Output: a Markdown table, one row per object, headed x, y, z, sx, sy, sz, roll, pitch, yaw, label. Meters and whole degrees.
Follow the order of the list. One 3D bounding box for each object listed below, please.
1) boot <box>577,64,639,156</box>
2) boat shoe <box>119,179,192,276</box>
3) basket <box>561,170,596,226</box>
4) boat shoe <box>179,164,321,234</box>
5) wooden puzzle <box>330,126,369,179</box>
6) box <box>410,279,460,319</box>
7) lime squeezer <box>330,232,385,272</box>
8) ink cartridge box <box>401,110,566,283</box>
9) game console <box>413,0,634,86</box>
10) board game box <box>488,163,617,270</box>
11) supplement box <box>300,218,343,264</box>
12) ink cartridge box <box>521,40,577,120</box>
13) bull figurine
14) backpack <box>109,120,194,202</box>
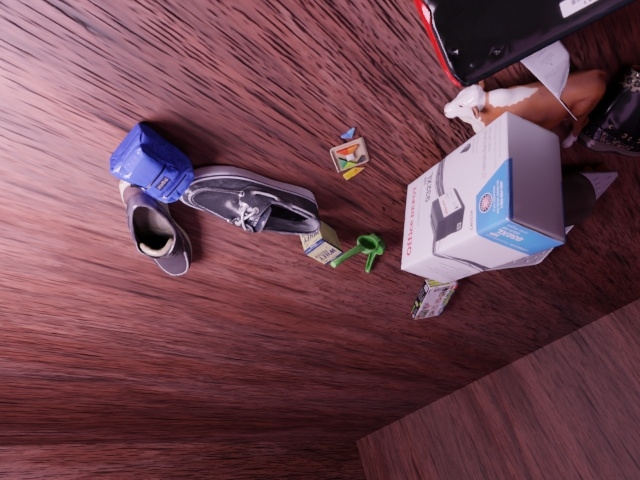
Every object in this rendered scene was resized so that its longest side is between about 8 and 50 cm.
| x | y | z | sx | sy | sz | roll | pitch | yaw | label |
| --- | --- | --- | --- | --- | --- | --- | --- | --- | --- |
| 0.708 | -0.283 | 0.908 | 0.237 | 0.085 | 0.178 | -1 | 137 | -19 | boot |
| -0.332 | -0.005 | 0.833 | 0.103 | 0.092 | 0.285 | -8 | 140 | -9 | boat shoe |
| 0.490 | -0.085 | 0.937 | 0.227 | 0.154 | 0.204 | -9 | 148 | -16 | basket |
| -0.135 | -0.065 | 0.829 | 0.302 | 0.102 | 0.108 | 11 | 134 | -31 | boat shoe |
| 0.062 | -0.174 | 0.845 | 0.079 | 0.014 | 0.116 | -27 | 141 | 11 | wooden puzzle |
| 0.392 | 0.201 | 1.412 | 0.114 | 0.036 | 0.206 | -8 | 141 | -13 | box |
| 0.110 | 0.026 | 1.042 | 0.110 | 0.058 | 0.310 | -37 | 163 | 14 | lime squeezer |
| 0.301 | -0.064 | 0.811 | 0.129 | 0.223 | 0.307 | 17 | 156 | -17 | ink cartridge box |
| 0.259 | -0.407 | 0.428 | 0.387 | 0.060 | 0.341 | -23 | 113 | 27 | game console |
| 0.554 | -0.050 | 1.159 | 0.391 | 0.050 | 0.389 | -5 | 141 | -15 | board game box |
| 0.000 | 0.000 | 0.977 | 0.056 | 0.083 | 0.083 | -36 | 138 | 22 | supplement box |
| 0.333 | -0.311 | 0.644 | 0.233 | 0.189 | 0.066 | 14 | 137 | -34 | ink cartridge box |
| 0.404 | -0.249 | 0.820 | 0.311 | 0.101 | 0.188 | -12 | 149 | 2 | bull figurine |
| -0.281 | -0.118 | 0.697 | 0.098 | 0.101 | 0.120 | -43 | 134 | 12 | backpack |
